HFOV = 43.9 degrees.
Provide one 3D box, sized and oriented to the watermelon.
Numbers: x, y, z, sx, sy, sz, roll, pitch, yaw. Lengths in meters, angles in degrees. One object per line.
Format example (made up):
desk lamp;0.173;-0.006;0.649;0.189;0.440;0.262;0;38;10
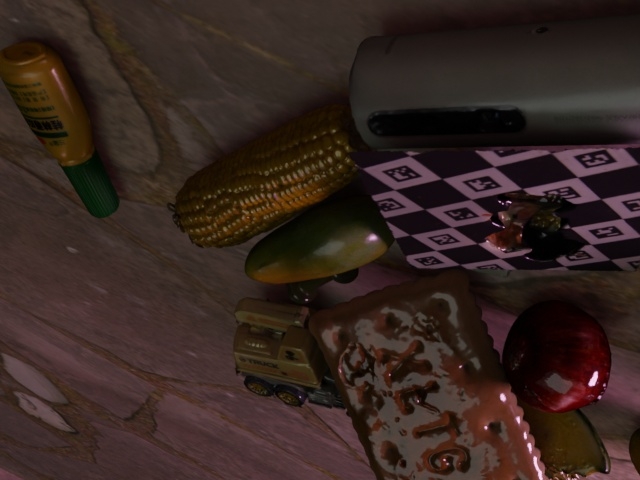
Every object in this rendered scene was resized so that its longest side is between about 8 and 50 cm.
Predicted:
watermelon;0.239;0.249;1.066;0.301;0.129;0.123;-10;132;36

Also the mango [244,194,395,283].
mango;0.003;-0.001;0.935;0.191;0.122;0.085;-15;99;36

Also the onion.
onion;0.270;0.135;0.911;0.131;0.131;0.131;18;142;14

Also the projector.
projector;0.193;-0.133;0.669;0.338;0.108;0.108;3;136;30

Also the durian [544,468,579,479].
durian;0.315;0.347;1.126;0.119;0.108;0.187;-30;132;33

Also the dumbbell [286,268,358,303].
dumbbell;0.001;0.046;1.046;0.046;0.052;0.118;2;158;-36

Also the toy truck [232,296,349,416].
toy truck;0.002;0.156;1.111;0.272;0.124;0.157;12;145;21

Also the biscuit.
biscuit;0.134;0.206;0.983;0.217;0.044;0.324;-19;100;20

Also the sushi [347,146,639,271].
sushi;0.187;-0.042;0.754;0.264;0.050;0.290;0;159;16

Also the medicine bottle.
medicine bottle;-0.329;-0.136;1.036;0.095;0.064;0.260;9;140;24

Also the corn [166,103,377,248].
corn;-0.057;-0.068;0.910;0.305;0.106;0.106;-22;121;42

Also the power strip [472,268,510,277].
power strip;0.181;0.018;0.926;0.090;0.016;0.040;13;140;19

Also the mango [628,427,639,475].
mango;0.472;0.301;1.017;0.163;0.089;0.111;25;132;21
